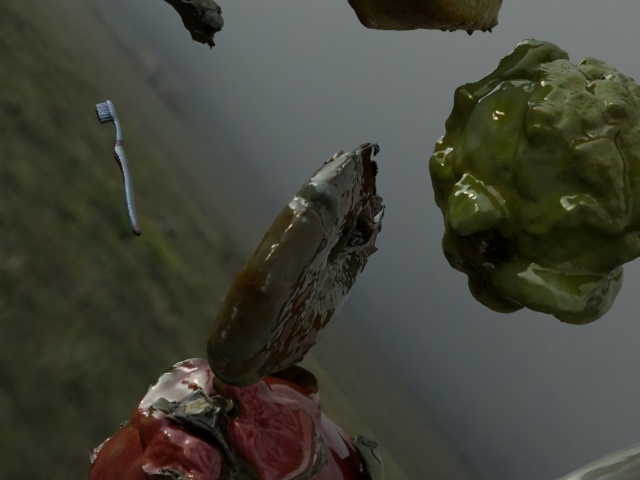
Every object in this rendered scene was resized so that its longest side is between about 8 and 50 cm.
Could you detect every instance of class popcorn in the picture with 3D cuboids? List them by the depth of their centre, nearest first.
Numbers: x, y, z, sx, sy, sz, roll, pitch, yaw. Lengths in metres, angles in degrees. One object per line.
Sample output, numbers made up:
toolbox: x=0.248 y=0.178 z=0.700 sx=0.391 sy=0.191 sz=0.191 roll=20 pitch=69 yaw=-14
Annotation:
popcorn: x=0.198 y=-0.054 z=1.495 sx=0.195 sy=0.255 sz=0.256 roll=15 pitch=-13 yaw=-31

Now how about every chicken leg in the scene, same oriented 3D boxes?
chicken leg: x=-0.189 y=-0.341 z=2.131 sx=0.227 sy=0.103 sz=0.088 roll=45 pitch=-40 yaw=-7

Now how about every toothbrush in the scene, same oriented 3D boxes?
toothbrush: x=-0.184 y=-0.068 z=1.597 sx=0.193 sy=0.019 sz=0.013 roll=-111 pitch=-168 yaw=-45

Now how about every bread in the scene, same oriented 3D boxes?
bread: x=0.087 y=-0.281 z=1.504 sx=0.143 sy=0.139 sz=0.229 roll=14 pitch=-67 yaw=31

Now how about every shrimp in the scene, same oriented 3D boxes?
shrimp: x=0.001 y=0.001 z=1.048 sx=0.062 sy=0.154 sz=0.294 roll=31 pitch=15 yaw=3

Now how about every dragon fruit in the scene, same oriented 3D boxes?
dragon fruit: x=-0.079 y=0.253 z=1.713 sx=0.305 sy=0.305 sz=0.226 roll=52 pitch=-27 yaw=4

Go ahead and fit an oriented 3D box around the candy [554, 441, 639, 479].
candy: x=0.309 y=0.303 z=1.535 sx=0.427 sy=0.386 sz=0.186 roll=60 pitch=11 yaw=-54
